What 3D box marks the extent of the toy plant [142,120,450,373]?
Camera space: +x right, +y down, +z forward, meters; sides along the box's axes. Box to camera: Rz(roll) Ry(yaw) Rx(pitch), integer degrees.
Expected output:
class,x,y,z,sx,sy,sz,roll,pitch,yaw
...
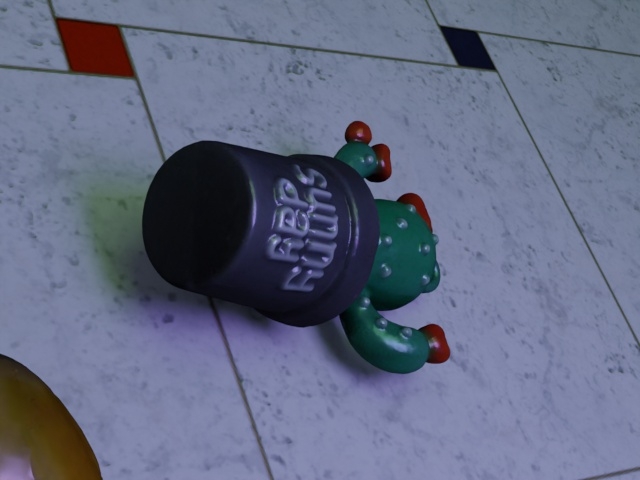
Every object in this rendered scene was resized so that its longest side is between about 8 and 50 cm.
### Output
class,x,y,z,sx,sy,sz,roll,pitch,yaw
toy plant,0.006,0.011,1.181,0.400,0.185,0.279,12,39,-51

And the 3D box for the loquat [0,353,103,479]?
class,x,y,z,sx,sy,sz,roll,pitch,yaw
loquat,-0.283,0.201,0.775,0.263,0.263,0.263,20,47,-23
